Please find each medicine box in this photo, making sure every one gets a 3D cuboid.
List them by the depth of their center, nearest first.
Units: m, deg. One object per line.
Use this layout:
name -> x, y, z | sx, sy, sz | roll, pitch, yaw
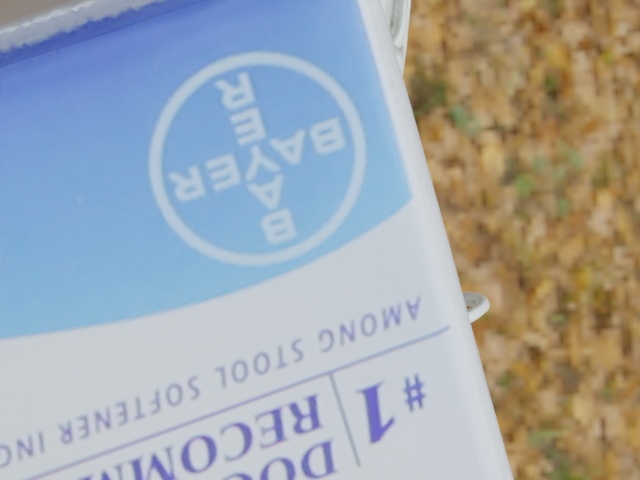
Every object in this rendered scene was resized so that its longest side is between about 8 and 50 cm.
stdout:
medicine box -> -0.088, 0.090, 0.474 | 0.149, 0.263, 0.289 | -124, -164, -69

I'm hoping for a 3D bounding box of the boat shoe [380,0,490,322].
boat shoe -> -0.006, 0.000, 0.848 | 0.156, 0.136, 0.367 | 18, 69, -44
